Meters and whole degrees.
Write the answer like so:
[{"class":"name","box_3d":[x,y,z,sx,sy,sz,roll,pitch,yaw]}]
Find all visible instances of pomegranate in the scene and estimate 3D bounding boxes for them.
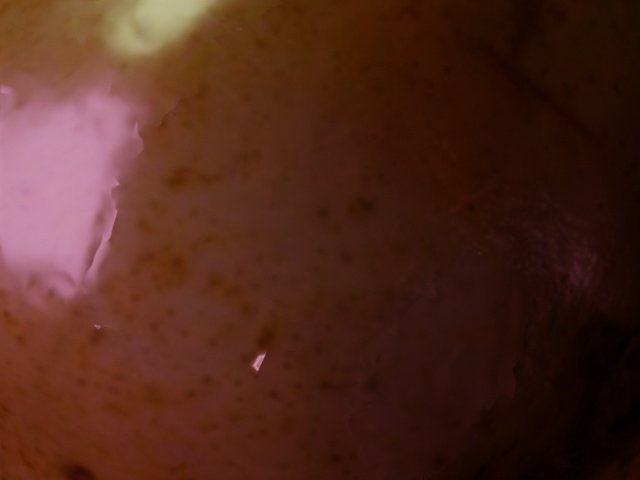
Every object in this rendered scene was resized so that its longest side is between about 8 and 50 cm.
[{"class":"pomegranate","box_3d":[0.000,0.000,0.680,0.417,0.417,0.416,-177,90,-65]}]
